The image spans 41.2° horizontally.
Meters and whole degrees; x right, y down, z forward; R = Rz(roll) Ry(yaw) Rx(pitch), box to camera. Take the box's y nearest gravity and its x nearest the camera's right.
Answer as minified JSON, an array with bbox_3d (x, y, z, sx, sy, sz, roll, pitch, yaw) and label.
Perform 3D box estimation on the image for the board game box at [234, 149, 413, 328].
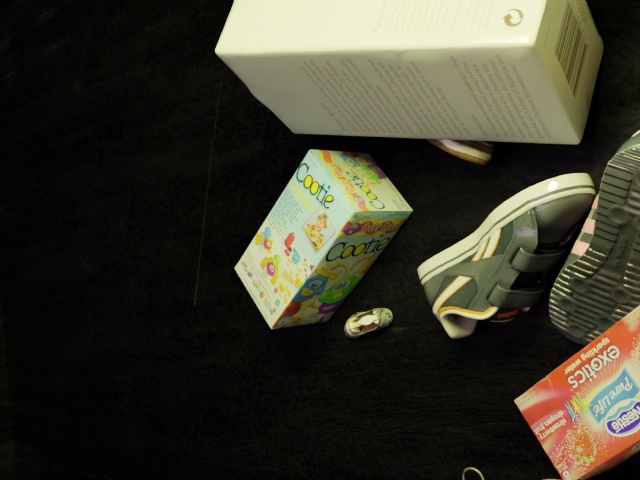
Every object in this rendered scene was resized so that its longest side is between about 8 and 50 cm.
[{"bbox_3d":[0.000,0.000,1.414,0.144,0.142,0.275,56,128,29],"label":"board game box"}]

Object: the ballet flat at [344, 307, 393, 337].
[{"bbox_3d":[0.070,0.138,1.422,0.114,0.041,0.041,-26,73,44],"label":"ballet flat"}]

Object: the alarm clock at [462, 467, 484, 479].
[{"bbox_3d":[0.202,0.418,1.279,0.129,0.064,0.192,41,122,37],"label":"alarm clock"}]

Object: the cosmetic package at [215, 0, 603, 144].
[{"bbox_3d":[0.115,-0.256,1.135,0.453,0.230,0.162,7,70,33],"label":"cosmetic package"}]

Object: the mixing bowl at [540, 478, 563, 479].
[{"bbox_3d":[0.342,0.393,1.108,0.181,0.098,0.182,1,92,46],"label":"mixing bowl"}]

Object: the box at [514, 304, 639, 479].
[{"bbox_3d":[0.383,0.177,1.037,0.257,0.122,0.128,-48,59,36],"label":"box"}]

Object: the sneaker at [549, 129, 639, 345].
[{"bbox_3d":[0.383,-0.003,1.059,0.112,0.131,0.319,30,136,20],"label":"sneaker"}]

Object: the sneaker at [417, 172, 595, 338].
[{"bbox_3d":[0.264,0.031,1.158,0.321,0.126,0.128,-44,56,50],"label":"sneaker"}]

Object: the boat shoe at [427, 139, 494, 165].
[{"bbox_3d":[0.170,-0.209,1.267,0.257,0.095,0.095,44,115,36],"label":"boat shoe"}]
